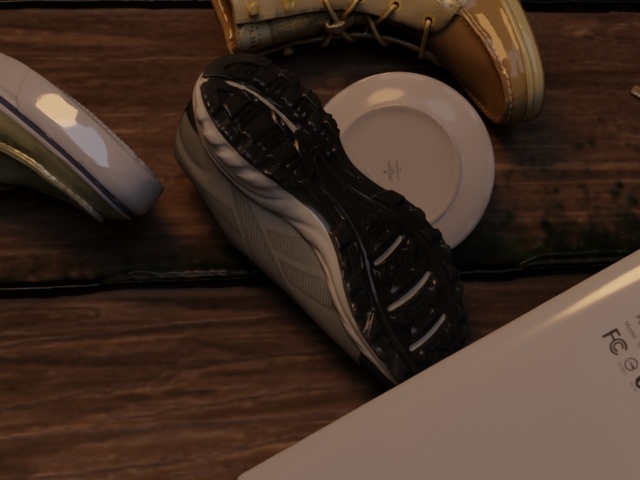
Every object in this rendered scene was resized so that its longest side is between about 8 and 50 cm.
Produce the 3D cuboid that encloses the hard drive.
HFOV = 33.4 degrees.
[{"bbox_3d":[0.148,0.159,0.606,0.353,0.047,0.233,-31,68,11],"label":"hard drive"}]

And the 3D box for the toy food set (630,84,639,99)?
[{"bbox_3d":[0.312,-0.152,0.888,0.078,0.019,0.122,35,65,10],"label":"toy food set"}]

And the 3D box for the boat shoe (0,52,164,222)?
[{"bbox_3d":[-0.246,-0.084,0.751,0.302,0.109,0.094,31,79,18],"label":"boat shoe"}]

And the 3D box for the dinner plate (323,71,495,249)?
[{"bbox_3d":[0.054,-0.051,0.768,0.141,0.017,0.141,0,92,11],"label":"dinner plate"}]

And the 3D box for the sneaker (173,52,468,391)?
[{"bbox_3d":[0.000,0.000,0.739,0.100,0.108,0.272,-38,89,-37],"label":"sneaker"}]

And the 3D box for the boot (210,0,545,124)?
[{"bbox_3d":[0.032,-0.169,0.819,0.203,0.095,0.262,-22,67,-17],"label":"boot"}]
